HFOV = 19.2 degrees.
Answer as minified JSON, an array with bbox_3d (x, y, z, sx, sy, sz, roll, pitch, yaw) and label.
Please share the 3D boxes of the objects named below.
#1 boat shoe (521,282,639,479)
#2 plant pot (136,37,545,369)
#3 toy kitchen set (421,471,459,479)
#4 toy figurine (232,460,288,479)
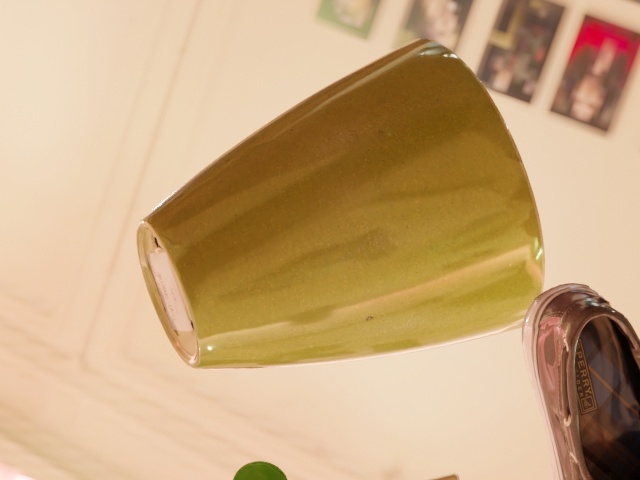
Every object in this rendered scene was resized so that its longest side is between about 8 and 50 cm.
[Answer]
[{"bbox_3d":[0.182,0.135,1.111,0.080,0.228,0.076,-17,-171,-12],"label":"boat shoe"},{"bbox_3d":[0.000,0.000,1.653,0.294,0.274,0.275,-21,-154,-17],"label":"plant pot"},{"bbox_3d":[0.052,0.310,1.889,0.207,0.122,0.166,-15,177,3],"label":"toy kitchen set"},{"bbox_3d":[-0.114,0.373,2.347,0.130,0.159,0.173,34,-121,11],"label":"toy figurine"}]
